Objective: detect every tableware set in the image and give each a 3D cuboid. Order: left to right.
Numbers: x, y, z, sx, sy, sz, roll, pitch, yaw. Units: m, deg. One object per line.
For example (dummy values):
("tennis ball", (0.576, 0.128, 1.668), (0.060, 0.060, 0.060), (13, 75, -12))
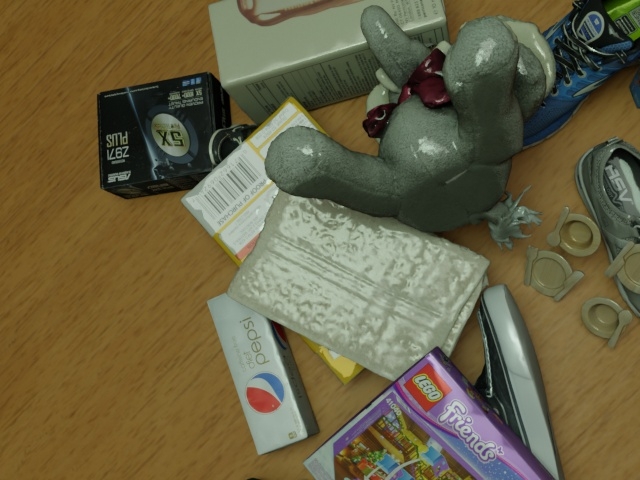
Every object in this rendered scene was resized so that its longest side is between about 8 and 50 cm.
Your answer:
("tableware set", (0.327, 0.040, 0.881), (0.168, 0.020, 0.141), (35, 133, 23))

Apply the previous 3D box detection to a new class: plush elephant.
("plush elephant", (0.125, -0.156, 0.840), (0.272, 0.330, 0.255), (-32, 50, 27))

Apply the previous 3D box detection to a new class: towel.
("towel", (0.048, 0.048, 0.893), (0.282, 0.049, 0.187), (27, 89, 7))

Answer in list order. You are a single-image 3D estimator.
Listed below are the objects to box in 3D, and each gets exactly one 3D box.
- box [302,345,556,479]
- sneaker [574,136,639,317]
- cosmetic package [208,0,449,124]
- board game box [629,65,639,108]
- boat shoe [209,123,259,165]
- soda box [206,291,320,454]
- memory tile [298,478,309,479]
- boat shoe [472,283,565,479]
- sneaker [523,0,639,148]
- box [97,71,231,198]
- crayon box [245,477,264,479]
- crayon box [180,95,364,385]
("box", (0.149, 0.293, 0.807), (0.201, 0.057, 0.293), (-43, 78, 13))
("sneaker", (0.390, 0.003, 0.871), (0.105, 0.115, 0.281), (-31, 75, 7))
("cosmetic package", (0.018, -0.274, 0.991), (0.296, 0.153, 0.129), (-14, 76, 9))
("board game box", (0.458, -0.223, 0.842), (0.160, 0.211, 0.039), (-15, 77, 11))
("boat shoe", (-0.116, -0.135, 1.017), (0.038, 0.125, 0.046), (0, 109, 18))
("soda box", (-0.076, 0.169, 0.981), (0.074, 0.069, 0.216), (-23, 75, 9))
("memory tile", (-0.010, 0.387, 0.957), (0.113, 0.012, 0.148), (-15, 77, 10))
("boat shoe", (0.216, 0.204, 0.871), (0.102, 0.108, 0.301), (-13, 98, 19))
("sneaker", (0.313, -0.237, 0.911), (0.330, 0.147, 0.130), (-37, 74, 12))
("box", (-0.224, -0.149, 1.064), (0.180, 0.077, 0.147), (-7, 80, 12))
("crayon box", (0.020, 0.405, 0.896), (0.278, 0.081, 0.165), (9, 81, 9))
("crayon box", (0.000, 0.000, 0.968), (0.203, 0.083, 0.323), (-42, 82, 3))
